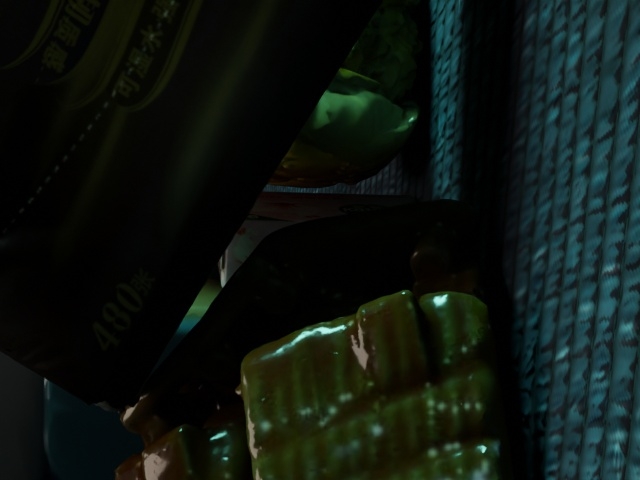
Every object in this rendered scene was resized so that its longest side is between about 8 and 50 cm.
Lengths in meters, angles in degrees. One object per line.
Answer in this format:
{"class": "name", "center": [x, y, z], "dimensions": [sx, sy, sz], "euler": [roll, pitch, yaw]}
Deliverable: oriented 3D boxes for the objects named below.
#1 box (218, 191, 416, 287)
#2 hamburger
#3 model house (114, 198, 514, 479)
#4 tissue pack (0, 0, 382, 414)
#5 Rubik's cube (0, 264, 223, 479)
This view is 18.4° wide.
{"class": "box", "center": [0.000, 0.000, 1.190], "dimensions": [0.089, 0.125, 0.043], "euler": [-117, 29, -75]}
{"class": "hamburger", "center": [-0.050, -0.114, 1.225], "dimensions": [0.244, 0.244, 0.163], "euler": [135, 134, -82]}
{"class": "model house", "center": [-0.004, 0.119, 0.920], "dimensions": [0.229, 0.199, 0.219], "euler": [-92, -7, -67]}
{"class": "tissue pack", "center": [-0.082, -0.126, 0.985], "dimensions": [0.370, 0.210, 0.198], "euler": [-59, 2, 4]}
{"class": "Rubik's cube", "center": [-0.124, 0.173, 1.300], "dimensions": [0.344, 0.347, 0.346], "euler": [-119, 30, -80]}
